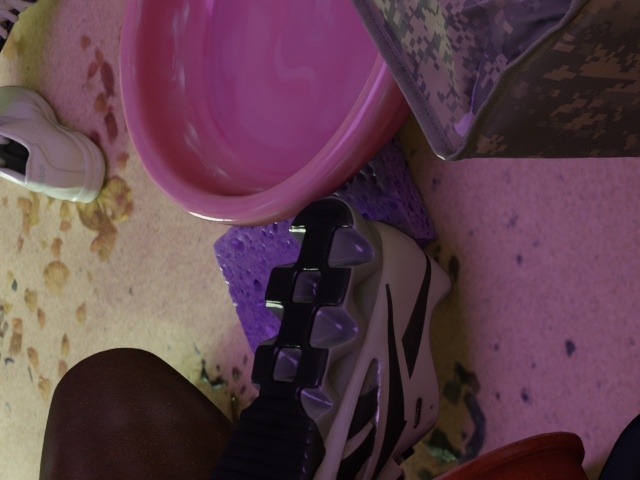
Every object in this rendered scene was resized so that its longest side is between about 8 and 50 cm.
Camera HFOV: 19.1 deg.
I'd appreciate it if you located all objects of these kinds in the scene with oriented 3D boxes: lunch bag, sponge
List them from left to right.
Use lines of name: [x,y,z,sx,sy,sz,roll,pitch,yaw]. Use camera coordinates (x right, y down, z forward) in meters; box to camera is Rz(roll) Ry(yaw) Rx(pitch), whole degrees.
sponge: [0.000,0.000,1.478,0.210,0.031,0.117,-42,61,39]
lunch bag: [0.131,-0.196,1.173,0.169,0.235,0.287,-52,54,39]

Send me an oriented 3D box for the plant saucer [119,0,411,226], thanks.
plant saucer: [-0.022,-0.170,1.437,0.332,0.084,0.332,-13,72,45]

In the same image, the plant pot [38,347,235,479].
plant pot: [-0.139,0.199,1.531,0.215,0.215,0.230,-63,33,28]

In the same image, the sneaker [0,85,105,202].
sneaker: [-0.291,-0.094,1.762,0.212,0.094,0.080,27,111,46]

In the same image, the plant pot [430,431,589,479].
plant pot: [0.120,0.305,1.190,0.272,0.272,0.265,-49,64,37]

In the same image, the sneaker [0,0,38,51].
sneaker: [-0.299,-0.225,1.746,0.153,0.094,0.235,-22,45,44]

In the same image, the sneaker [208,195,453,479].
sneaker: [0.015,0.149,1.340,0.122,0.146,0.330,10,79,54]

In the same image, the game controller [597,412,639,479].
game controller: [0.288,0.206,1.037,0.319,0.067,0.166,23,74,24]
